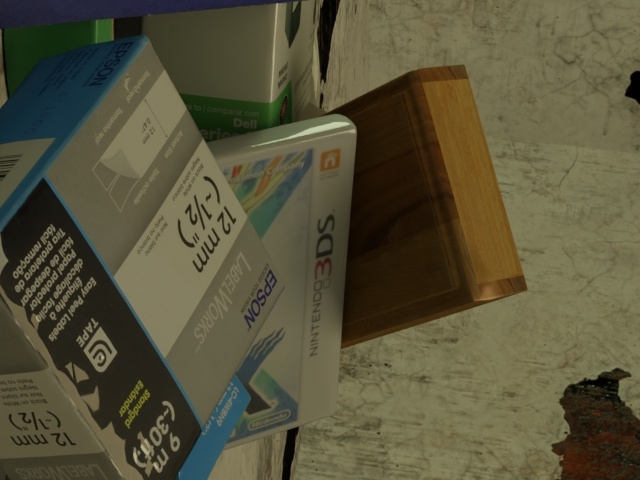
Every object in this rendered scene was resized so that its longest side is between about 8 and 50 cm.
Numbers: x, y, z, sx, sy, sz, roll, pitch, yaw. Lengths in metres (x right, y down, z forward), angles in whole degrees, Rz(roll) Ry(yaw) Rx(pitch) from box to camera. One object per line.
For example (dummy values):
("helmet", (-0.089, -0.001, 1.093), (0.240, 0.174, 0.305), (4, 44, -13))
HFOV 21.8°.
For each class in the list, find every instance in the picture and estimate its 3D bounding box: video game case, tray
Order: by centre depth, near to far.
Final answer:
("video game case", (-0.122, 0.063, 1.383), (0.036, 0.329, 0.299), (41, -43, 46))
("tray", (0.000, 0.000, 1.552), (0.076, 0.411, 0.202), (-10, 82, -41))

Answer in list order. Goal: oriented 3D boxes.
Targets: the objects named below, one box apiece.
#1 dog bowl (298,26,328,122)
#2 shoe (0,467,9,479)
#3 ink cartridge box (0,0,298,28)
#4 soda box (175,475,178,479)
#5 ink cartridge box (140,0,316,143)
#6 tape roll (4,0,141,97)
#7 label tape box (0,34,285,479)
("dog bowl", (-0.069, -0.197, 1.781), (0.349, 0.102, 0.348), (174, -90, -76))
("shoe", (-0.249, 0.139, 1.277), (0.081, 0.064, 0.178), (-42, 145, -82))
("ink cartridge box", (-0.101, -0.302, 1.181), (0.072, 0.304, 0.307), (29, -57, 49))
("soda box", (-0.183, 0.214, 1.890), (0.210, 0.067, 0.071), (86, 12, -61))
("ink cartridge box", (-0.073, -0.229, 1.430), (0.211, 0.122, 0.289), (-67, 163, -64))
("tape roll", (-0.179, -0.221, 1.396), (0.321, 0.077, 0.321), (7, 90, -83))
("label tape box", (-0.134, 0.069, 1.182), (0.347, 0.115, 0.249), (60, 38, -28))
